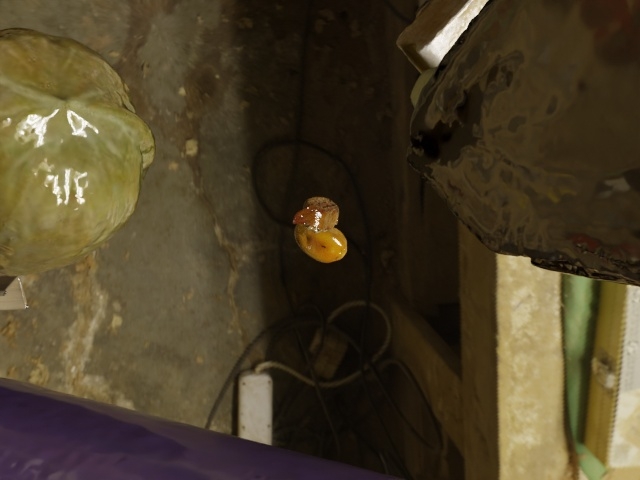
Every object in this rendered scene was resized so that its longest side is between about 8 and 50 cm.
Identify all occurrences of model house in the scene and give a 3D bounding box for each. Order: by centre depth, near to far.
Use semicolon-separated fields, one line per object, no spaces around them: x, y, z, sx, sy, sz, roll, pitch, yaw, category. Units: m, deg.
0.273;-0.072;0.516;0.282;0.297;0.317;-6;149;-30;model house

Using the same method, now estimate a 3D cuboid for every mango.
0.000;0.000;1.646;0.114;0.060;0.080;33;122;-17;mango

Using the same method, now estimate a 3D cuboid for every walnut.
-0.301;-0.077;0.826;0.283;0.283;0.227;-13;77;-8;walnut

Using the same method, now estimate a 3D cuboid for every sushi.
-0.002;-0.041;1.400;0.052;0.120;0.055;26;108;13;sushi

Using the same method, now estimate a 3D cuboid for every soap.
0.211;-0.210;0.996;0.140;0.073;0.232;-47;127;3;soap

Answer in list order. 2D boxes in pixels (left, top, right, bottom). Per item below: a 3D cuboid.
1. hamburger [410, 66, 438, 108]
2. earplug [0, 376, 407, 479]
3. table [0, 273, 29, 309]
0.147;-0.137;0.886;0.054;0.084;0.121;-3;71;-25;hamburger
-0.093;0.211;0.504;0.215;0.456;0.215;1;88;-53;earplug
-0.645;0.068;1.474;0.226;0.167;0.167;-2;105;5;table
